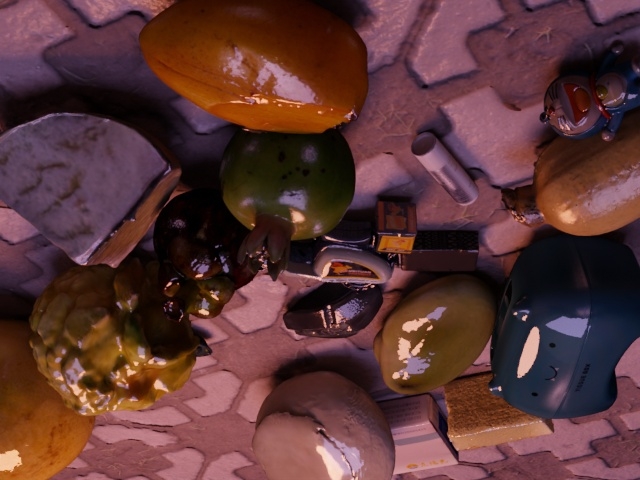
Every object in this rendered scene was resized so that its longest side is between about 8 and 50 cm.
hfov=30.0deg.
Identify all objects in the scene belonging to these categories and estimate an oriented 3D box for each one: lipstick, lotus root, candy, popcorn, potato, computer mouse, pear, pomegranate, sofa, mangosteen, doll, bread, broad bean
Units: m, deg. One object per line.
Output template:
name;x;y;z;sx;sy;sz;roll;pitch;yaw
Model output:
lipstick;0.175;-0.097;1.662;0.040;0.040;0.141;-19;141;25
lotus root;0.388;-0.097;1.572;0.303;0.146;0.131;-30;134;30
candy;0.015;0.361;2.164;0.296;0.185;0.295;14;128;18
popcorn;-0.316;0.145;1.854;0.258;0.224;0.270;-15;137;-10
potato;-0.311;-0.090;1.631;0.211;0.189;0.264;40;179;3
computer mouse;0.023;0.123;1.956;0.192;0.062;0.106;-28;136;31
pear;-0.522;0.275;1.970;0.314;0.314;0.314;0;145;0
pomegranate;-0.049;-0.058;1.558;0.187;0.225;0.187;11;153;6
sofa;0.182;0.017;1.826;0.118;0.039;0.060;0;144;0
mangosteen;-0.161;0.018;1.666;0.172;0.184;0.172;20;-175;-2
doll;0.344;-0.179;1.503;0.152;0.114;0.085;-18;174;32
bread;0.321;0.303;2.158;0.188;0.125;0.068;-14;141;18
broad bean;0.190;0.155;1.954;0.189;0.121;0.263;10;142;-20

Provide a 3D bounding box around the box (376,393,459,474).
box;0.082;0.400;2.346;0.343;0.065;0.200;-13;143;17

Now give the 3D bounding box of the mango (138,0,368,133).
mango;-0.082;-0.218;1.410;0.257;0.138;0.187;19;152;-21

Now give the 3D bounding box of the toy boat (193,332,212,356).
toy boat;-0.248;0.176;2.035;0.141;0.060;0.055;16;140;-27

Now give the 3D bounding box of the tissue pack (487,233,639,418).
tissue pack;0.367;0.134;1.843;0.206;0.198;0.287;3;135;-7

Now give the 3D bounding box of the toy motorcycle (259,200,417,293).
toy motorcycle;0.000;0.000;1.760;0.263;0.091;0.157;4;140;-5
